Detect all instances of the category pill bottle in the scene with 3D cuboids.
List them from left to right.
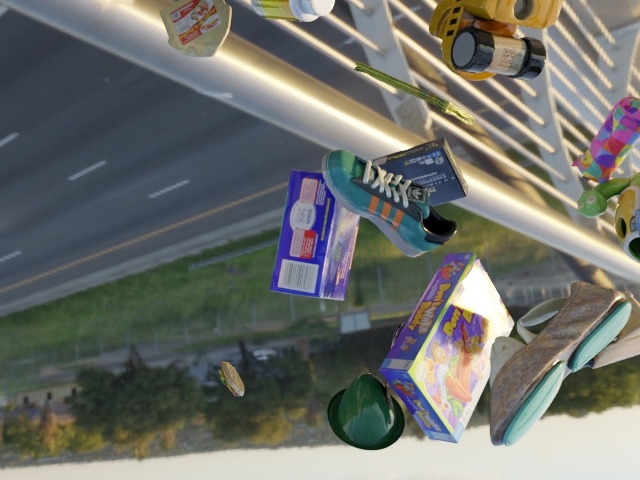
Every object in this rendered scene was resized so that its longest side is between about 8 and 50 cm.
[{"bbox_3d":[-0.069,-0.608,1.720,0.215,0.117,0.117,21,-174,42],"label":"pill bottle"}]

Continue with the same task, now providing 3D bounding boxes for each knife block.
[{"bbox_3d":[0.636,0.230,1.567,0.242,0.088,0.276,-40,141,19],"label":"knife block"}]

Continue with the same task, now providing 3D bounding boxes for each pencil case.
[{"bbox_3d":[0.731,-0.247,1.730,0.105,0.104,0.236,-1,141,-19],"label":"pencil case"}]

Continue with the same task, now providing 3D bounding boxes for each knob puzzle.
[{"bbox_3d":[-0.316,-0.563,1.827,0.213,0.213,0.030,-10,168,13],"label":"knob puzzle"}]

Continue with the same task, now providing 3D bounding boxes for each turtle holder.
[{"bbox_3d":[0.840,-0.065,1.726,0.320,0.227,0.243,40,153,0],"label":"turtle holder"}]

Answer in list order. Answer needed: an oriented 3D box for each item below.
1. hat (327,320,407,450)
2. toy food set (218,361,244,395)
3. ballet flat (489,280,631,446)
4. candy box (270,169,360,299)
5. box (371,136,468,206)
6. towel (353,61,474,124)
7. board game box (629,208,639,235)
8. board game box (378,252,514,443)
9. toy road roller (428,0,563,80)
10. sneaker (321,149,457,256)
[{"bbox_3d":[0.107,0.310,1.481,0.173,0.208,0.183,1,125,-8],"label":"hat"},{"bbox_3d":[-0.184,0.285,1.424,0.020,0.082,0.083,-31,-160,2],"label":"toy food set"},{"bbox_3d":[0.298,0.156,0.942,0.316,0.106,0.107,-32,137,-32],"label":"ballet flat"},{"bbox_3d":[0.000,0.000,1.590,0.122,0.268,0.317,9,175,14],"label":"candy box"},{"bbox_3d":[0.284,-0.180,1.994,0.233,0.059,0.183,-14,125,29],"label":"box"},{"bbox_3d":[0.170,-0.272,1.277,0.237,0.021,0.102,36,-167,38],"label":"towel"},{"bbox_3d":[0.764,-0.054,1.513,0.194,0.060,0.194,-10,179,-1],"label":"board game box"},{"bbox_3d":[0.288,0.229,1.519,0.078,0.347,0.233,-5,129,45],"label":"board game box"},{"bbox_3d":[0.368,-0.514,1.504,0.203,0.329,0.240,0,-153,-28],"label":"toy road roller"},{"bbox_3d":[0.139,-0.085,1.317,0.302,0.108,0.121,36,138,-28],"label":"sneaker"}]
